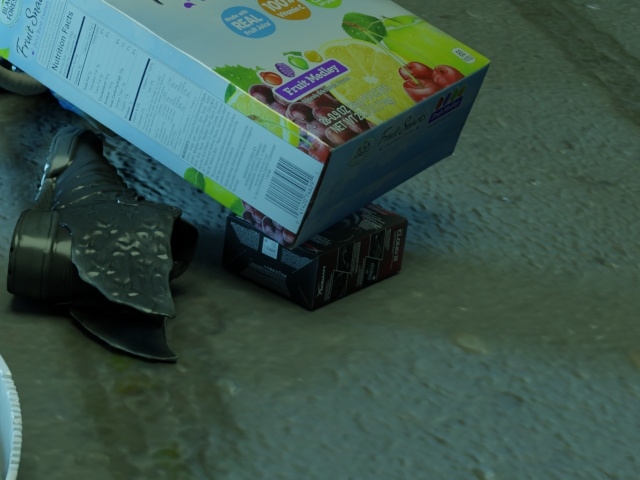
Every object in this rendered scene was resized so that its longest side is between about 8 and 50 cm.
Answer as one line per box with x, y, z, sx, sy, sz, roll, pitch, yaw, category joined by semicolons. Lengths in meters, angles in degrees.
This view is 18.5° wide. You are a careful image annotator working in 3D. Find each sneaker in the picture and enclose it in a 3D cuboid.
-0.101;-0.002;0.971;0.089;0.051;0.170;8;29;2;sneaker

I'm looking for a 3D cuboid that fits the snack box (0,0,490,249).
-0.041;-0.099;1.036;0.207;0.070;0.174;32;32;18;snack box

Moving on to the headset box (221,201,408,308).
0.000;0.000;1.010;0.062;0.032;0.083;24;28;32;headset box

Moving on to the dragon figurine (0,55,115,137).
-0.162;-0.128;1.185;0.144;0.085;0.289;19;26;25;dragon figurine

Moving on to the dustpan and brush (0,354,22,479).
-0.182;0.049;0.815;0.147;0.060;0.211;8;24;3;dustpan and brush
